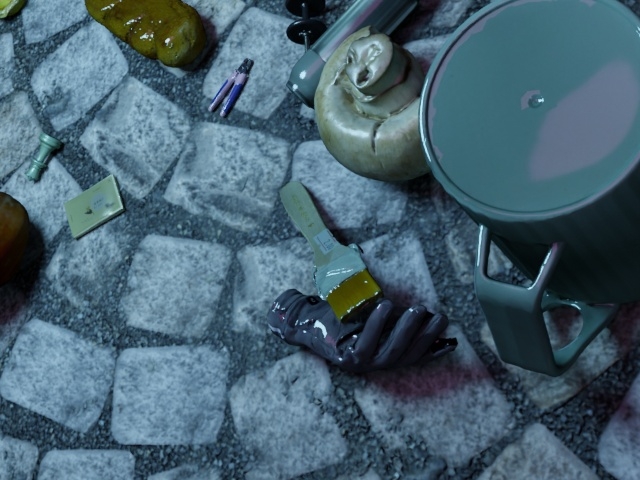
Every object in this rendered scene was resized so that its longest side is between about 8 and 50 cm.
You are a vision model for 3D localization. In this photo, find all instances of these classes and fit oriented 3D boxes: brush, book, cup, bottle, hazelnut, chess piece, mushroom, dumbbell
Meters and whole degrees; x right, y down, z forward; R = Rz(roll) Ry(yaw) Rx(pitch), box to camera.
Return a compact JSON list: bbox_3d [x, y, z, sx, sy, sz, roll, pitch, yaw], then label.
[{"bbox_3d":[0.000,0.000,1.325,0.085,0.020,0.336,-34,38,1],"label":"brush"},{"bbox_3d":[-0.401,-0.061,1.605,0.111,0.014,0.077,-29,62,13],"label":"book"},{"bbox_3d":[0.313,-0.060,1.073,0.310,0.392,0.400,-18,70,24],"label":"cup"},{"bbox_3d":[0.055,-0.318,1.458,0.096,0.079,0.253,44,92,-8],"label":"bottle"},{"bbox_3d":[-0.612,0.001,1.588,0.212,0.181,0.180,4,93,36],"label":"hazelnut"},{"bbox_3d":[-0.518,-0.151,1.681,0.042,0.042,0.093,28,92,30],"label":"chess piece"},{"bbox_3d":[0.082,-0.191,1.330,0.189,0.195,0.253,-48,57,6],"label":"mushroom"},{"bbox_3d":[-0.024,-0.372,1.515,0.069,0.069,0.147,-12,68,21],"label":"dumbbell"}]

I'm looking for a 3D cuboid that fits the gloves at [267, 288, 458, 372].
[{"bbox_3d":[0.061,0.124,1.274,0.286,0.142,0.119,1,110,35],"label":"gloves"}]

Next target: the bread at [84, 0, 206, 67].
[{"bbox_3d":[-0.339,-0.413,1.668,0.344,0.084,0.124,33,65,31],"label":"bread"}]

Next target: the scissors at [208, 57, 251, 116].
[{"bbox_3d":[-0.152,-0.267,1.568,0.039,0.012,0.113,27,84,29],"label":"scissors"}]

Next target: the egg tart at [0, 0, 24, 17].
[{"bbox_3d":[-0.640,-0.496,1.860,0.105,0.039,0.105,-8,68,22],"label":"egg tart"}]
